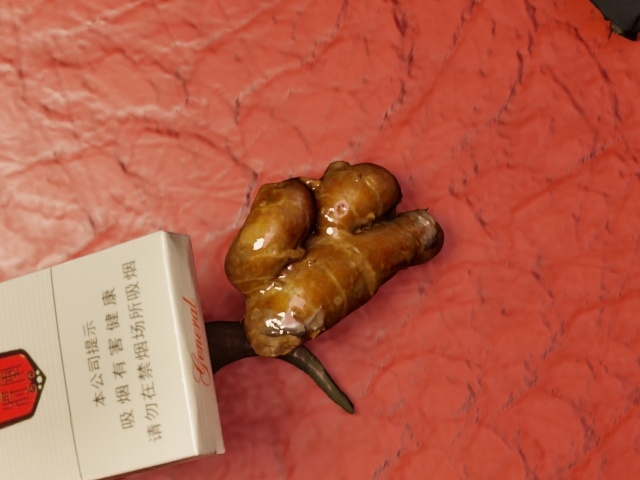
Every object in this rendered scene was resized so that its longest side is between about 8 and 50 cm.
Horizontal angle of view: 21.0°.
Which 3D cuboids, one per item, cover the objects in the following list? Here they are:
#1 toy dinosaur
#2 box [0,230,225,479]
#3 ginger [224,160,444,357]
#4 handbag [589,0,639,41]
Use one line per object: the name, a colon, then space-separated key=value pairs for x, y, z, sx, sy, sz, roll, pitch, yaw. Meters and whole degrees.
toy dinosaur: x=-0.102 y=0.116 z=1.143 sx=0.179 sy=0.087 sz=0.187 roll=33 pitch=102 yaw=-37
box: x=-0.174 y=0.089 z=1.060 sx=0.245 sy=0.035 sz=0.139 roll=-15 pitch=78 yaw=29
ginger: x=0.000 y=0.000 z=1.124 sx=0.162 sy=0.073 sz=0.103 roll=-31 pitch=98 yaw=-30
handbag: x=0.207 y=-0.319 z=1.129 sx=0.302 sy=0.275 sz=0.178 roll=43 pitch=42 yaw=3
